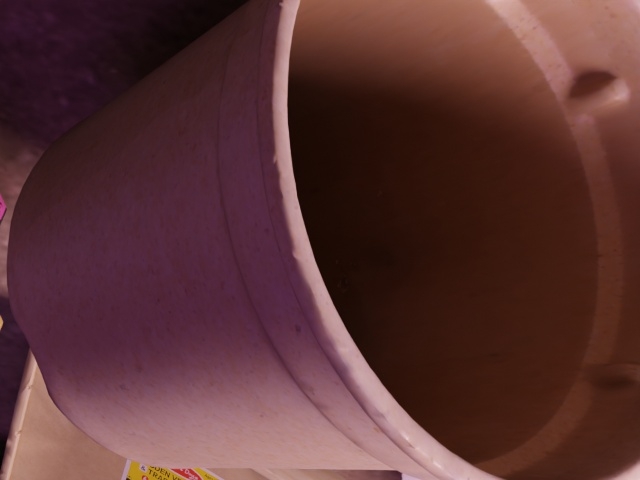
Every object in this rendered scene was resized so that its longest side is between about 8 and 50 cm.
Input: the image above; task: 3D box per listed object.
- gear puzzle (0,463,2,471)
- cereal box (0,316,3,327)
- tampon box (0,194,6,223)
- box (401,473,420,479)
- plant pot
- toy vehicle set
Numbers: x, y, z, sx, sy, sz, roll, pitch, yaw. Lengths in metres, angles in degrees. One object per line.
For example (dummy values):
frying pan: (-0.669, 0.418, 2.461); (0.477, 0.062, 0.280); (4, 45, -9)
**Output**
gear puzzle: (-0.150, 0.223, 1.472); (0.339, 0.044, 0.175); (1, 135, 10)
cereal box: (-0.332, 0.006, 1.118); (0.240, 0.047, 0.173); (0, 135, 14)
tampon box: (-0.307, -0.029, 1.187); (0.161, 0.101, 0.120); (1, 136, 15)
box: (0.127, 0.108, 1.217); (0.145, 0.038, 0.186); (4, 115, 12)
plant pot: (0.000, 0.000, 1.003); (0.334, 0.334, 0.305); (41, 143, -27)
toy vehicle set: (-0.105, 0.182, 1.318); (0.267, 0.035, 0.166); (30, 126, 13)
